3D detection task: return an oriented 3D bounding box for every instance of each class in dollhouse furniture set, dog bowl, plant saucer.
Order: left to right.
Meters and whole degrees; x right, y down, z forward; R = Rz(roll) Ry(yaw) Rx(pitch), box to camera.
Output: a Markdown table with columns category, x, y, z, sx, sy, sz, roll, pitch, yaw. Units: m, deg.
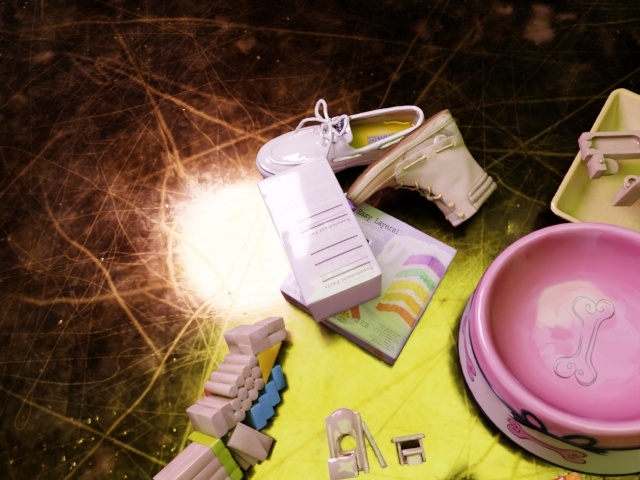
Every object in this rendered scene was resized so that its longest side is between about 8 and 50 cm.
| category | x | y | z | sx | sy | sz | roll | pitch | yaw |
| --- | --- | --- | --- | --- | --- | --- | --- | --- | --- |
| dollhouse furniture set | 0.093 | 0.314 | 0.809 | 0.161 | 0.182 | 0.101 | -9 | 67 | 1 |
| dog bowl | 0.427 | 0.149 | 0.812 | 0.408 | 0.150 | 0.408 | -9 | 58 | 15 |
| dollhouse furniture set | 0.573 | -0.154 | 0.907 | 0.144 | 0.123 | 0.151 | -1 | 68 | 4 |
| plant saucer | 0.660 | -0.096 | 0.986 | 0.333 | 0.081 | 0.333 | 30 | 73 | 16 |

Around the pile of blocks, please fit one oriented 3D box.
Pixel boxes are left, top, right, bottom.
| category | x | y | z | sx | sy | sz | roll | pitch | yaw |
| --- | --- | --- | --- | --- | --- | --- | --- | --- | --- |
| pile of blocks | -0.161 | 0.303 | 0.892 | 0.113 | 0.149 | 0.362 | -9 | 46 | 48 |

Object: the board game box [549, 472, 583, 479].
| category | x | y | z | sx | sy | sz | roll | pitch | yaw |
| --- | --- | --- | --- | --- | --- | --- | --- | --- | --- |
| board game box | 0.225 | 0.553 | 0.556 | 0.356 | 0.356 | 0.356 | -30 | 67 | -28 |

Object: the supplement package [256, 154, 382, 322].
| category | x | y | z | sx | sy | sz | roll | pitch | yaw |
| --- | --- | --- | --- | --- | --- | --- | --- | --- | --- |
| supplement package | 0.000 | 0.000 | 0.899 | 0.134 | 0.139 | 0.244 | -23 | 68 | -3 |

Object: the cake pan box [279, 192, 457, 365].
| category | x | y | z | sx | sy | sz | roll | pitch | yaw |
| --- | --- | --- | --- | --- | --- | --- | --- | --- | --- |
| cake pan box | 0.088 | 0.064 | 0.975 | 0.267 | 0.070 | 0.245 | 31 | 71 | 17 |

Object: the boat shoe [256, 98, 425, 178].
| category | x | y | z | sx | sy | sz | roll | pitch | yaw |
| --- | --- | --- | --- | --- | --- | --- | --- | --- | --- |
| boat shoe | 0.040 | -0.214 | 1.043 | 0.367 | 0.156 | 0.135 | -8 | 67 | 1 |

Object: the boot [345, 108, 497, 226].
| category | x | y | z | sx | sy | sz | roll | pitch | yaw |
| --- | --- | --- | --- | --- | --- | --- | --- | --- | --- |
| boot | 0.199 | -0.101 | 0.985 | 0.262 | 0.095 | 0.203 | -39 | 99 | -8 |
